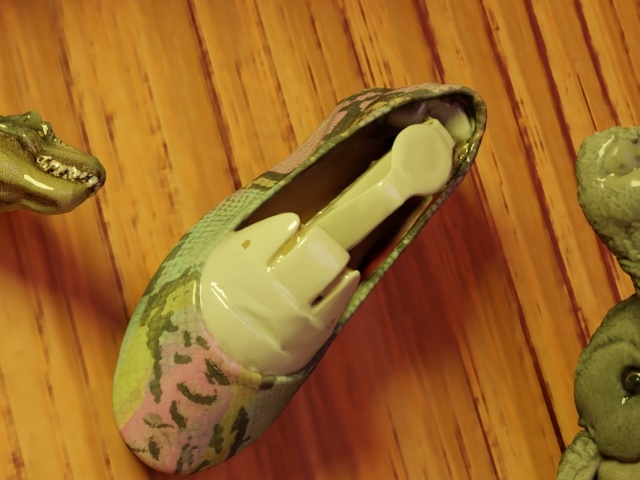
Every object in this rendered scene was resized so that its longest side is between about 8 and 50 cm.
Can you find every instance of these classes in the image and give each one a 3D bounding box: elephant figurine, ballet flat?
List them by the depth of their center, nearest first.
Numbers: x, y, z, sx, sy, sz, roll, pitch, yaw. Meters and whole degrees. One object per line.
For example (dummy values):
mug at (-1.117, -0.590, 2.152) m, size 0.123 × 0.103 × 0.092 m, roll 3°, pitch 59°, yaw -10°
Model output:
ballet flat at (0.000, 0.000, 0.562) m, size 0.077 × 0.079 × 0.221 m, roll 49°, pitch 52°, yaw -10°
elephant figurine at (0.176, 0.092, 0.610) m, size 0.239 × 0.186 × 0.169 m, roll 39°, pitch 13°, yaw 15°

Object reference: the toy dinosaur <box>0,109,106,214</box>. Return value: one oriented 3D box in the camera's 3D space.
toy dinosaur at (-0.207, -0.033, 0.448) m, size 0.268 × 0.064 × 0.118 m, roll 23°, pitch 53°, yaw -23°
